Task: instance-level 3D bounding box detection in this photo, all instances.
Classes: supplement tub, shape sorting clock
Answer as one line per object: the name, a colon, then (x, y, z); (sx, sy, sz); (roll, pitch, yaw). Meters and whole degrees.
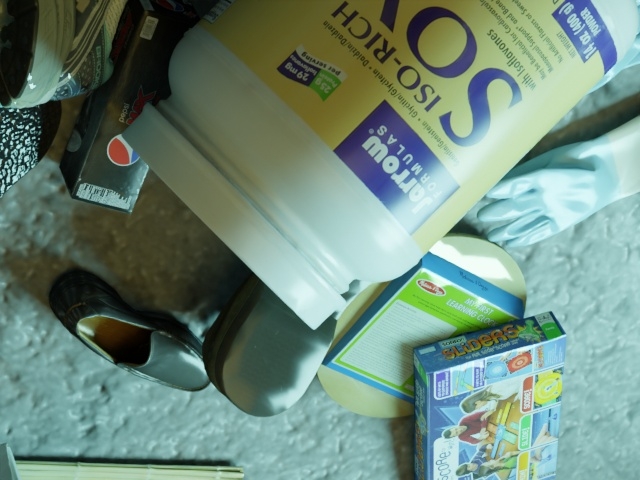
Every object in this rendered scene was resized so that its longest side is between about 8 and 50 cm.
supplement tub: (0.041, -0.122, 1.291); (0.331, 0.241, 0.241); (-45, 123, -1)
shape sorting clock: (0.089, 0.077, 1.574); (0.206, 0.040, 0.206); (-12, 133, -13)

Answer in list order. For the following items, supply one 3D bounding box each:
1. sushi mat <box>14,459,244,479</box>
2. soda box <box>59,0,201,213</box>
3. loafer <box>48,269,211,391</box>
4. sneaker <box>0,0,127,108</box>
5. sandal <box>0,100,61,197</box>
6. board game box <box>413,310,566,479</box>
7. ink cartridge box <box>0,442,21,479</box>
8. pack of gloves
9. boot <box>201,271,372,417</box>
sushi mat: (-0.231, 0.263, 1.596); (0.316, 0.019, 0.151); (4, 120, -19)
soda box: (-0.149, -0.110, 1.373); (0.053, 0.060, 0.169); (14, 114, -26)
loafer: (-0.156, 0.091, 1.491); (0.170, 0.061, 0.062); (30, 106, -31)
sneaker: (-0.180, -0.237, 1.279); (0.122, 0.110, 0.283); (-6, 116, -51)
sandal: (-0.272, -0.054, 1.374); (0.067, 0.040, 0.179); (34, 96, -41)
board game box: (0.155, 0.163, 1.625); (0.136, 0.035, 0.201); (-14, 134, -13)
ink cartridge box: (-0.363, 0.314, 1.504); (0.272, 0.114, 0.197); (-16, 123, -7)
pack of gloves: (0.217, -0.110, 1.513); (0.232, 0.046, 0.195); (-26, 124, -14)
boot: (0.000, 0.000, 1.475); (0.112, 0.115, 0.305); (39, 85, -22)
